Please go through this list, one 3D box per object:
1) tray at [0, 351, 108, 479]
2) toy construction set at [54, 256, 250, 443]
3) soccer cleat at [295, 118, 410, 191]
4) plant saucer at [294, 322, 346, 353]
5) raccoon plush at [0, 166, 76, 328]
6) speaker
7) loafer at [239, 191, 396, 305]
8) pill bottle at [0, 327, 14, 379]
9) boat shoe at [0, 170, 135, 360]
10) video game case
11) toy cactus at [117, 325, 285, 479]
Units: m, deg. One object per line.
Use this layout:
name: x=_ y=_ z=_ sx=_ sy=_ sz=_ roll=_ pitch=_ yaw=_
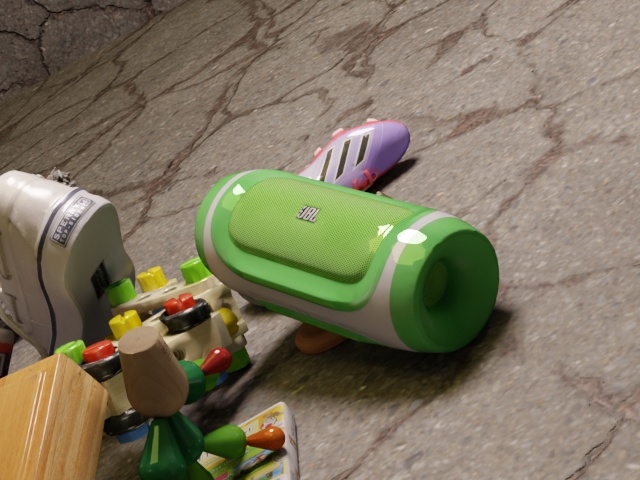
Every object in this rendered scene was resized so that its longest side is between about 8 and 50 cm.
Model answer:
tray: x=-0.292 y=0.294 z=1.175 sx=0.203 sy=0.076 sz=0.411 roll=-24 pitch=40 yaw=24
toy construction set: x=-0.196 y=0.131 z=1.447 sx=0.215 sy=0.151 sz=0.328 roll=-9 pitch=32 yaw=48
soccer cleat: x=-0.001 y=-0.050 z=1.695 sx=0.248 sy=0.083 sz=0.095 roll=-27 pitch=50 yaw=4
plant saucer: x=0.010 y=0.079 z=1.454 sx=0.083 sy=0.013 sz=0.083 roll=-29 pitch=22 yaw=13
raccoon plush: x=-0.423 y=0.109 z=1.911 sx=0.299 sy=0.216 sz=0.446 roll=-15 pitch=55 yaw=9
speaker: x=0.016 y=0.014 z=1.356 sx=0.296 sy=0.131 sz=0.131 roll=16 pitch=51 yaw=46
loafer: x=0.000 y=0.000 z=1.539 sx=0.251 sy=0.087 sz=0.094 roll=-16 pitch=26 yaw=38
pill bottle: x=-0.396 y=0.182 z=1.586 sx=0.108 sy=0.108 sz=0.193 roll=1 pitch=79 yaw=57
boat shoe: x=-0.297 y=0.033 z=1.564 sx=0.136 sy=0.156 sz=0.367 roll=-59 pitch=-10 yaw=-21
video game case: x=-0.118 y=0.246 z=1.258 sx=0.227 sy=0.026 sz=0.206 roll=-31 pitch=21 yaw=10
toy cactus: x=-0.110 y=0.149 z=1.191 sx=0.112 sy=0.180 sz=0.219 roll=-2 pitch=38 yaw=21
